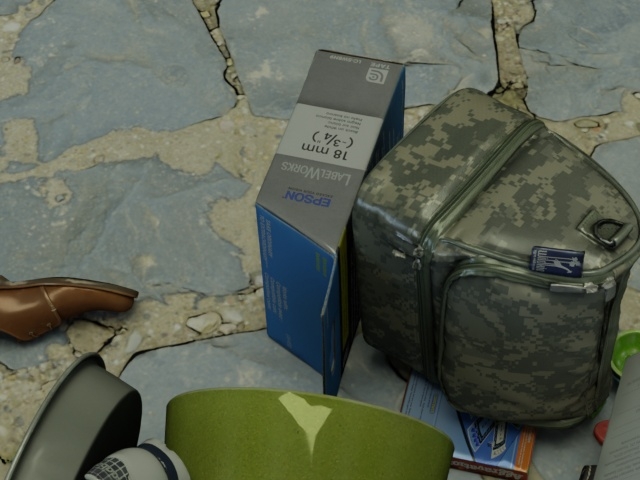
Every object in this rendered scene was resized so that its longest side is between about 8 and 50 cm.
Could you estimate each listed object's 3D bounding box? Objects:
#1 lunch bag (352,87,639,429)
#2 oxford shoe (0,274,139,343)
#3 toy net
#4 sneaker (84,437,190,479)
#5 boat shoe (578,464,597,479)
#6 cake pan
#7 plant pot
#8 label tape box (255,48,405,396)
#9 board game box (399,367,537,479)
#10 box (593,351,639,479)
[{"bbox_3d":[0.187,0.033,1.485,0.256,0.305,0.212,31,60,24],"label":"lunch bag"},{"bbox_3d":[-0.307,0.076,1.662,0.212,0.076,0.076,-1,83,-2],"label":"oxford shoe"},{"bbox_3d":[0.368,0.197,1.550,0.122,0.045,0.232,-34,59,-23],"label":"toy net"},{"bbox_3d":[-0.191,0.284,1.310,0.090,0.235,0.095,24,22,28],"label":"sneaker"},{"bbox_3d":[0.201,0.325,1.425,0.092,0.103,0.285,25,63,13],"label":"boat shoe"},{"bbox_3d":[-0.237,0.248,1.378,0.054,0.293,0.293,19,55,7],"label":"cake pan"},{"bbox_3d":[-0.031,0.313,1.365,0.274,0.275,0.293,6,70,7],"label":"plant pot"},{"bbox_3d":[0.000,0.000,1.589,0.106,0.241,0.334,12,54,10],"label":"label tape box"},{"bbox_3d":[0.177,0.122,1.625,0.145,0.027,0.281,10,53,11],"label":"board game box"},{"bbox_3d":[0.369,0.273,1.350,0.215,0.168,0.345,31,58,-14],"label":"box"}]
